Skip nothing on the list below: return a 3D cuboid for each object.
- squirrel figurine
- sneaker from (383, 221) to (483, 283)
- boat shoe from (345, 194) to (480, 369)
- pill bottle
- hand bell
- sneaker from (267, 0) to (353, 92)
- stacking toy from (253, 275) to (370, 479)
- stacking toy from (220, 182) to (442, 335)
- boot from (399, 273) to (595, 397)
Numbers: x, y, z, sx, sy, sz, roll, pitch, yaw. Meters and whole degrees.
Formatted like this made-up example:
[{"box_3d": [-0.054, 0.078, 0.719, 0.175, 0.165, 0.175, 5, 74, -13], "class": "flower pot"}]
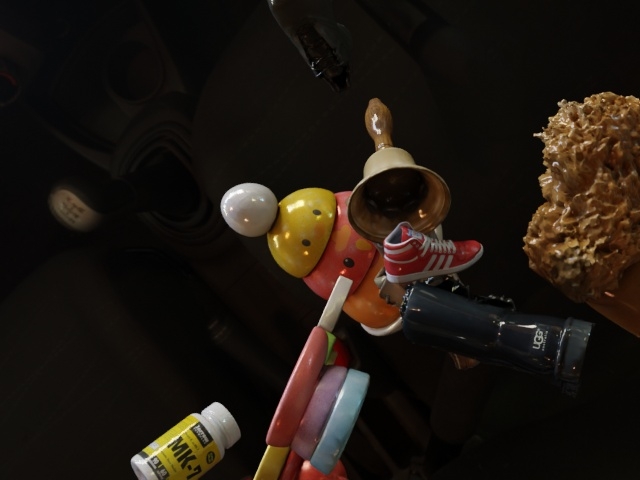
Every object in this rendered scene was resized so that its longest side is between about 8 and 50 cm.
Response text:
[{"box_3d": [0.494, -0.071, 0.844, 0.370, 0.397, 0.281, -57, 44, 17], "class": "squirrel figurine"}, {"box_3d": [0.130, 0.006, 0.652, 0.118, 0.042, 0.067, -16, 121, -1], "class": "sneaker"}, {"box_3d": [0.139, 0.051, 0.844, 0.116, 0.123, 0.324, -26, 92, 6], "class": "boat shoe"}, {"box_3d": [-0.281, 0.447, 1.191, 0.119, 0.208, 0.119, 31, 138, 33], "class": "pill bottle"}, {"box_3d": [0.088, -0.124, 0.757, 0.126, 0.126, 0.242, -23, 43, 18], "class": "hand bell"}, {"box_3d": [-0.001, -0.389, 1.087, 0.109, 0.286, 0.130, -20, 69, 25], "class": "sneaker"}, {"box_3d": [0.020, 0.234, 0.801, 0.130, 0.279, 0.309, 23, 136, 6], "class": "stacking toy"}, {"box_3d": [0.000, 0.000, 1.276, 0.479, 0.350, 0.351, 18, 98, -20], "class": "stacking toy"}, {"box_3d": [0.220, 0.114, 0.692, 0.207, 0.246, 0.094, 15, 83, 29], "class": "boot"}]
